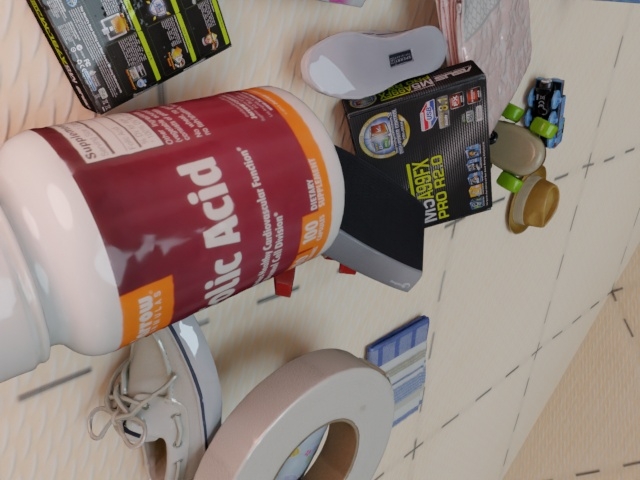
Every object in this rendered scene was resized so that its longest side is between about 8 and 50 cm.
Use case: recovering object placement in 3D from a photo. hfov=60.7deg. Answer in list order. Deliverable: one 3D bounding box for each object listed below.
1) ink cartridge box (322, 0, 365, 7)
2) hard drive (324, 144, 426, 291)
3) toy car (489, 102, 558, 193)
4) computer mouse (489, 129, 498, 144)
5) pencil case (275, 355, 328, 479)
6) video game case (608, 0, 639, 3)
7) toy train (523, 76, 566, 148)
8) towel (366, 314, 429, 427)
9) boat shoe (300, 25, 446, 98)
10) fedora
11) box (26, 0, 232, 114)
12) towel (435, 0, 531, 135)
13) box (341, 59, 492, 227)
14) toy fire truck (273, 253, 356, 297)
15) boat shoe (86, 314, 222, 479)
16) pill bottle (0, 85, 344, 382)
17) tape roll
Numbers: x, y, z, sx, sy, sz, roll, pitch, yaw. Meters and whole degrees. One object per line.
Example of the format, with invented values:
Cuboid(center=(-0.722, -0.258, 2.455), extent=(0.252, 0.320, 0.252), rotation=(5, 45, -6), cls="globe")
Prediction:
Cuboid(center=(0.069, -0.419, 0.596), extent=(0.330, 0.071, 0.324), rotation=(-19, 153, -47), cls="ink cartridge box")
Cuboid(center=(0.061, -0.041, 0.826), extent=(0.254, 0.054, 0.172), rotation=(28, 54, -27), cls="hard drive")
Cuboid(center=(0.432, -0.199, 1.198), extent=(0.188, 0.149, 0.155), rotation=(-7, 128, -58), cls="toy car")
Cuboid(center=(0.301, -0.134, 1.130), extent=(0.106, 0.042, 0.193), rotation=(-5, 122, -6), cls="computer mouse")
Cuboid(center=(-0.046, 0.350, 1.003), extent=(0.273, 0.113, 0.124), rotation=(-63, 159, 2), cls="pencil case")
Cuboid(center=(0.637, -0.604, 1.079), extent=(0.061, 0.269, 0.244), rotation=(-24, 126, -34), cls="video game case")
Cuboid(center=(0.533, -0.298, 1.291), extent=(0.105, 0.080, 0.184), rotation=(-38, 133, -39), cls="toy train")
Cuboid(center=(0.174, 0.327, 1.285), extent=(0.209, 0.034, 0.285), rotation=(-21, 123, -36), cls="towel")
Cuboid(center=(0.070, -0.262, 0.810), extent=(0.258, 0.084, 0.095), rotation=(-16, 109, -32), cls="boat shoe")
Cuboid(center=(0.569, -0.098, 1.433), extent=(0.194, 0.079, 0.194), rotation=(-24, 128, -36), cls="fedora")
Cuboid(center=(-0.199, -0.256, 0.562), extent=(0.184, 0.045, 0.191), rotation=(-41, 135, -27), cls="box")
Cuboid(center=(0.306, -0.369, 0.969), extent=(0.332, 0.053, 0.317), rotation=(-54, 140, -31), cls="towel")
Cuboid(center=(0.170, -0.139, 0.918), extent=(0.216, 0.060, 0.270), rotation=(-16, 131, 2), cls="box")
Cuboid(center=(0.000, 0.000, 0.872), extent=(0.047, 0.135, 0.192), rotation=(99, -3, -59), cls="toy fire truck")
Cuboid(center=(-0.231, 0.223, 0.738), extent=(0.156, 0.136, 0.367), rotation=(-26, 137, -32), cls="boat shoe")
Cuboid(center=(-0.184, -0.020, 0.567), extent=(0.392, 0.224, 0.224), rotation=(-24, 127, -37), cls="pill bottle")
Cuboid(center=(-0.029, 0.358, 0.879), extent=(0.392, 0.072, 0.392), rotation=(-24, 127, -38), cls="tape roll")
